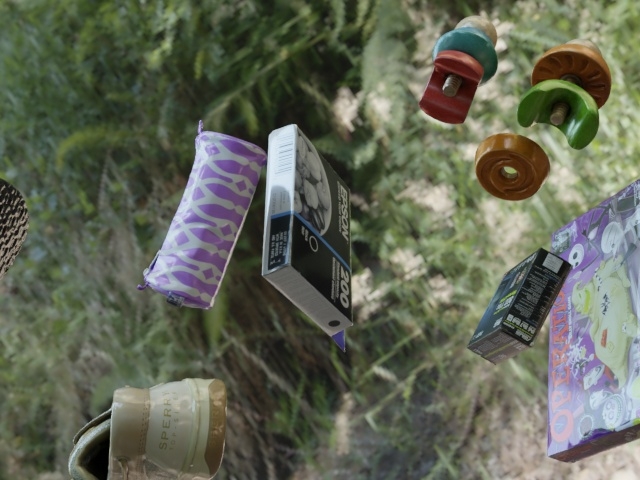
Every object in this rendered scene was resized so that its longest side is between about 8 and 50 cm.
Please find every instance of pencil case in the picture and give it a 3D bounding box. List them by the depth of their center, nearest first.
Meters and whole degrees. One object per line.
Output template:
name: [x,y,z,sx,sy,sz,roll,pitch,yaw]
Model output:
pencil case: [-0.130,-0.022,1.243,0.086,0.088,0.206,104,-173,-80]

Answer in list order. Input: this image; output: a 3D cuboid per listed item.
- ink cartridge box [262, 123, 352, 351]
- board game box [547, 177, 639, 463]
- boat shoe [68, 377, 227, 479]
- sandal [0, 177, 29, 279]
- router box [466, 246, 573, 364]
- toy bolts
ink cartridge box: [0.000,0.000,1.355,0.045,0.208,0.206,-15,54,22]
board game box: [0.385,0.108,1.502,0.208,0.056,0.346,132,149,-56]
boat shoe: [-0.165,0.183,0.944,0.098,0.109,0.302,8,-25,-20]
sandal: [-0.520,0.023,1.343,0.107,0.167,0.446,18,27,20]
router box: [0.192,0.066,1.087,0.092,0.038,0.122,-60,-1,-16]
toy bolts: [0.246,-0.193,1.467,0.158,0.229,0.218,-62,-2,-42]
